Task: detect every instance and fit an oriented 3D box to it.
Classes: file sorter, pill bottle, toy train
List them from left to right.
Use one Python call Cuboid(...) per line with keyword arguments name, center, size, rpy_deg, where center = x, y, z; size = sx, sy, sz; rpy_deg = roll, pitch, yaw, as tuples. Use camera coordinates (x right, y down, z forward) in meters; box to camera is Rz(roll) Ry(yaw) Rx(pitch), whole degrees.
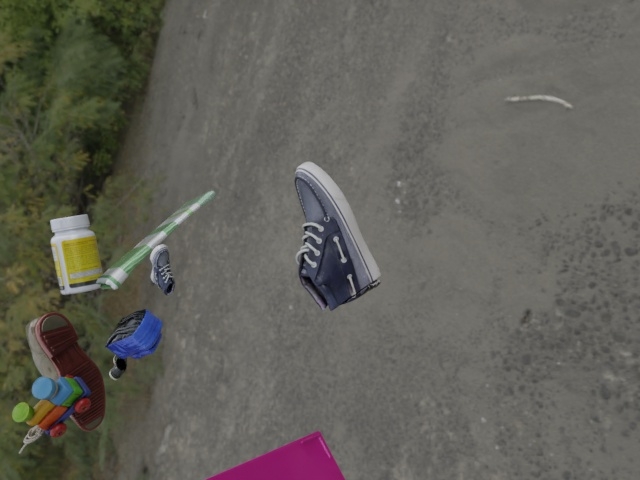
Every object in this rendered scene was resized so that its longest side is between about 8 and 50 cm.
Cuboid(name="toy train", center=(-0.709, 0.441, 1.588), size=(0.248, 0.143, 0.105), rpy_deg=(-46, 63, -2))
Cuboid(name="pill bottle", center=(-0.676, 0.038, 1.766), size=(0.119, 0.119, 0.208), rpy_deg=(-1, 100, 62))
Cuboid(name="file sorter", center=(-0.100, 0.439, 0.902), size=(0.182, 0.291, 0.202), rpy_deg=(-46, 65, 33))

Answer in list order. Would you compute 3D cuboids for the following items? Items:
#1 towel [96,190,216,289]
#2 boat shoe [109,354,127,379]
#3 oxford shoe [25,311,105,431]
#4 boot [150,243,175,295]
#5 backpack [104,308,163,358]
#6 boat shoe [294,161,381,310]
Cuboid(name="towel", center=(-0.407, 0.003, 1.571), size=(0.325, 0.038, 0.248), rpy_deg=(-44, 14, -21))
Cuboid(name="boat shoe", center=(-0.635, 0.392, 2.032), size=(0.042, 0.049, 0.133), rpy_deg=(-45, 18, 11))
Cuboid(name="oxford shoe", center=(-0.703, 0.363, 1.762), size=(0.130, 0.123, 0.347), rpy_deg=(-13, 99, 38))
Cuboid(name="boot", center=(-0.507, 0.097, 2.088), size=(0.086, 0.069, 0.190), rpy_deg=(45, 145, 21))
Cuboid(name="backpack", center=(-0.421, 0.218, 1.488), size=(0.120, 0.101, 0.097), rpy_deg=(-29, 35, 36))
Cuboid(name="boat shoe", center=(0.000, 0.000, 1.452), size=(0.340, 0.158, 0.127), rpy_deg=(60, 156, -10))
